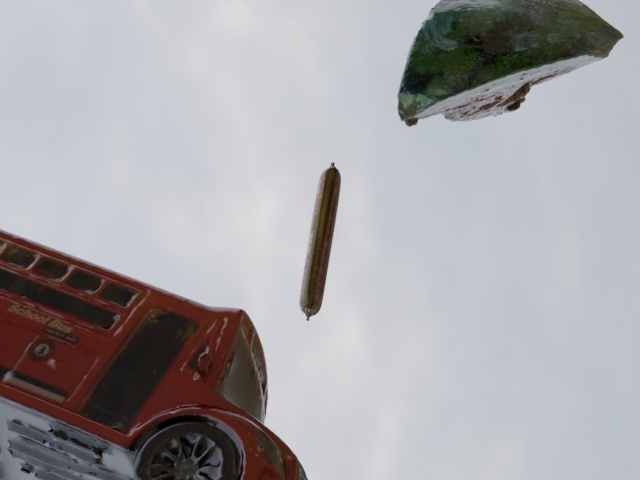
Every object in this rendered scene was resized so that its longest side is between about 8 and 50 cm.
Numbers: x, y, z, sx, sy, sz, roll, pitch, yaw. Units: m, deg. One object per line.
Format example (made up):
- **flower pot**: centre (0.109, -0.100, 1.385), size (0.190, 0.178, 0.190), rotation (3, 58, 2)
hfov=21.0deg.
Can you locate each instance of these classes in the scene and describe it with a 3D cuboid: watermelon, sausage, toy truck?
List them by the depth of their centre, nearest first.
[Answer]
- **toy truck**: centre (-0.110, 0.072, 0.792), size (0.114, 0.252, 0.107), rotation (-59, -25, -31)
- **watermelon**: centre (0.101, -0.098, 0.945), size (0.155, 0.101, 0.080), rotation (-11, -68, -49)
- **sausage**: centre (0.000, 0.000, 1.013), size (0.015, 0.015, 0.100), rotation (42, -128, -56)
